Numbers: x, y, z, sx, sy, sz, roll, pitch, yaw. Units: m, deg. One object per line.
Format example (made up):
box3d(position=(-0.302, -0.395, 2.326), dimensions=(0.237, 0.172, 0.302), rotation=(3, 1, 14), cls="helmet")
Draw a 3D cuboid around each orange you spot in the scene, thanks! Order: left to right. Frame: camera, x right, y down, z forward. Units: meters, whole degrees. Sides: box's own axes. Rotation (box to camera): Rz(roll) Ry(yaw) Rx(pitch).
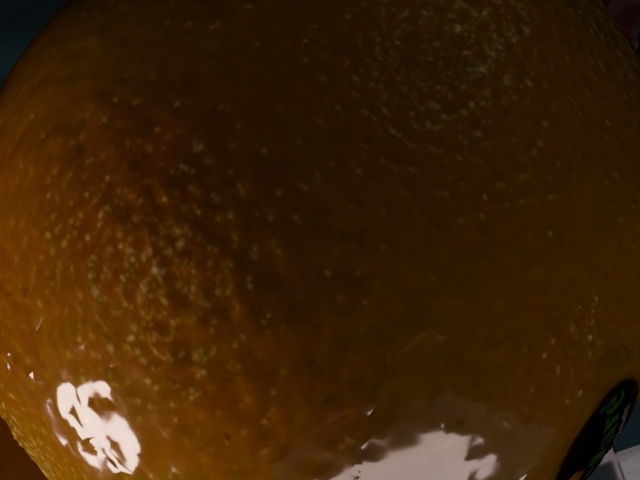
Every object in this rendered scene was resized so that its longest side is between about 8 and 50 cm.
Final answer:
box3d(position=(0.000, 0.000, 0.605), dimensions=(0.274, 0.274, 0.274), rotation=(-20, 177, -1), cls="orange")

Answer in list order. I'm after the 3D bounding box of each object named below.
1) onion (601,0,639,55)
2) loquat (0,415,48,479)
box3d(position=(0.175, -0.122, 0.723), dimensions=(0.206, 0.098, 0.151), rotation=(-36, -178, 25), cls="onion")
box3d(position=(-0.176, 0.101, 0.860), dimensions=(0.328, 0.328, 0.328), rotation=(-20, 177, -1), cls="loquat")
